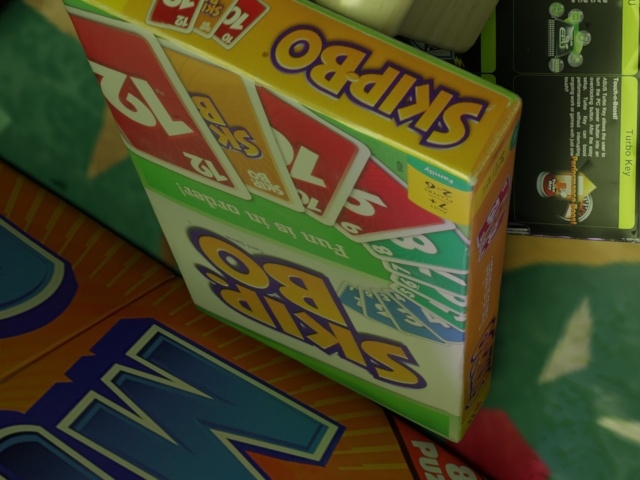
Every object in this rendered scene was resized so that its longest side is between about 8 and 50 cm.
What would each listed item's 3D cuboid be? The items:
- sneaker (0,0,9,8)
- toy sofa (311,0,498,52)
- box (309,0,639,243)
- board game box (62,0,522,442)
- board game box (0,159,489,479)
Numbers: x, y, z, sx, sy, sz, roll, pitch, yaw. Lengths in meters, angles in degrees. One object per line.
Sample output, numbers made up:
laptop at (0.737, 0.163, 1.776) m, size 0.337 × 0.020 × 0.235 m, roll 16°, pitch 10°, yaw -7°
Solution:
sneaker at (-0.167, -0.129, 0.600) m, size 0.170 × 0.051 × 0.089 m, roll -33°, pitch 95°, yaw 31°
toy sofa at (-0.086, -0.207, 0.436) m, size 0.363 × 0.177 × 0.150 m, roll 33°, pitch 103°, yaw 18°
box at (0.033, -0.099, 0.526) m, size 0.184 × 0.045 × 0.190 m, roll 3°, pitch 106°, yaw 21°
board game box at (0.000, 0.000, 0.479) m, size 0.124 × 0.259 × 0.039 m, roll 26°, pitch 74°, yaw 15°
board game box at (-0.201, 0.203, 0.543) m, size 0.356 × 0.356 × 0.356 m, roll 32°, pitch 116°, yaw 12°
